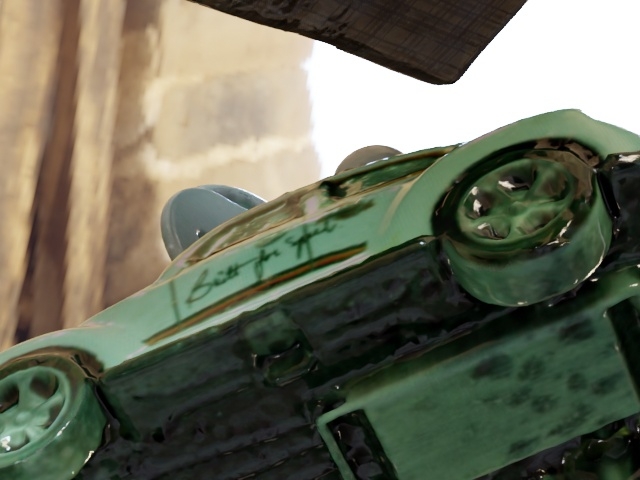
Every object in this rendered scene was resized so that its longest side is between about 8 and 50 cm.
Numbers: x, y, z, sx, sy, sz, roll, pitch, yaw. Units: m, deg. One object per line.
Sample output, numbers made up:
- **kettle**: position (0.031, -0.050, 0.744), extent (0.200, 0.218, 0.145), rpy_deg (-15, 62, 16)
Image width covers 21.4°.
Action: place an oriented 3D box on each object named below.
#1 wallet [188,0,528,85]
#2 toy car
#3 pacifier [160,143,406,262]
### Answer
- **wallet**: position (0.007, -0.128, 0.646), extent (0.230, 0.042, 0.124), rpy_deg (14, -48, -42)
- **toy car**: position (-0.001, 0.050, 0.602), extent (0.125, 0.306, 0.136), rpy_deg (-104, -10, -53)
- **pacifier**: position (0.000, 0.000, 0.755), extent (0.150, 0.127, 0.116), rpy_deg (18, -60, -39)
